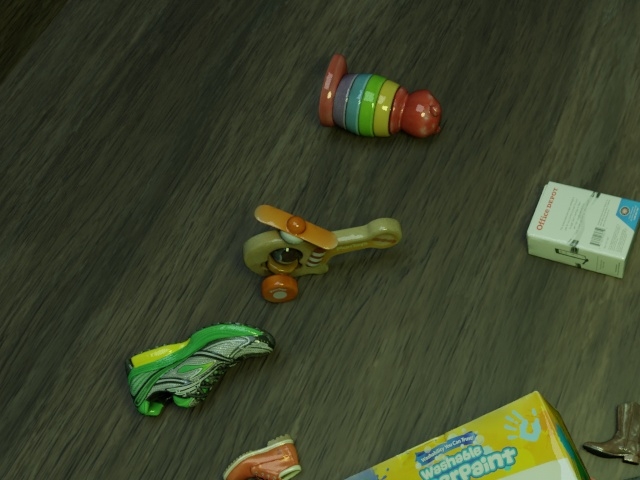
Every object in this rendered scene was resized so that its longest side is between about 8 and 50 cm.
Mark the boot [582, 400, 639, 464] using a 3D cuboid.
[{"bbox_3d":[0.548,0.348,1.481,0.106,0.037,0.114,15,66,9],"label":"boot"}]

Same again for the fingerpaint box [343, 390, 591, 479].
[{"bbox_3d":[0.254,0.520,1.321,0.444,0.163,0.371,-30,54,16],"label":"fingerpaint box"}]

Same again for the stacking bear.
[{"bbox_3d":[0.156,-0.329,1.956,0.289,0.175,0.164,14,61,15],"label":"stacking bear"}]

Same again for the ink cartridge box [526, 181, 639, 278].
[{"bbox_3d":[0.557,-0.024,1.685,0.203,0.086,0.148,17,64,25],"label":"ink cartridge box"}]

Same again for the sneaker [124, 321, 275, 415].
[{"bbox_3d":[-0.249,0.280,1.710,0.343,0.134,0.146,-23,62,11],"label":"sneaker"}]

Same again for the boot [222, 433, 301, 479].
[{"bbox_3d":[-0.116,0.459,1.588,0.158,0.059,0.085,-26,60,-3],"label":"boot"}]

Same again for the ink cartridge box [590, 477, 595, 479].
[{"bbox_3d":[0.415,0.488,1.388,0.232,0.066,0.189,4,61,37],"label":"ink cartridge box"}]

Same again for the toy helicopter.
[{"bbox_3d":[0.000,0.000,1.736,0.355,0.235,0.140,-12,56,8],"label":"toy helicopter"}]

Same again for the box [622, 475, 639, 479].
[{"bbox_3d":[0.571,0.459,1.396,0.062,0.052,0.083,-16,57,5],"label":"box"}]
